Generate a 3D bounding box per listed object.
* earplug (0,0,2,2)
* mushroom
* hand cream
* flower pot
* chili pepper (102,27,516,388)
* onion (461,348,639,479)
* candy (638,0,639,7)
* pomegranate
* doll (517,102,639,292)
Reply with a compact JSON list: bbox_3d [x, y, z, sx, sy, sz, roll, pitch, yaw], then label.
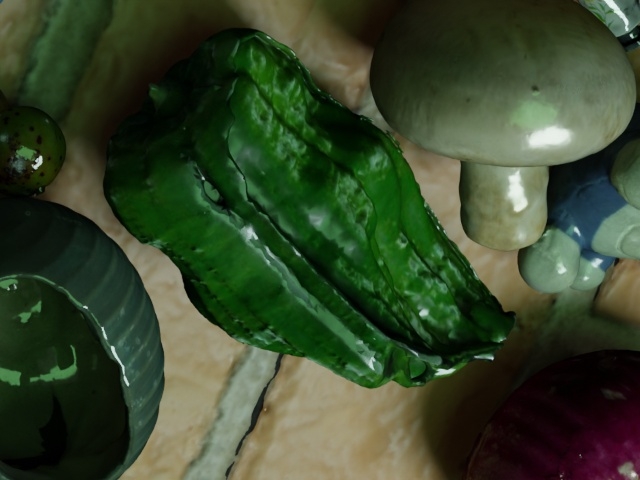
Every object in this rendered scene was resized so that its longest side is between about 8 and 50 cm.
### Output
[{"bbox_3d":[-0.208,-0.258,1.227,0.273,0.132,0.132,-45,121,-5],"label":"earplug"},{"bbox_3d":[0.130,-0.109,1.399,0.206,0.206,0.209,7,138,-26],"label":"mushroom"},{"bbox_3d":[0.211,-0.234,1.466,0.067,0.042,0.194,-47,121,-17],"label":"hand cream"},{"bbox_3d":[-0.212,0.081,1.334,0.189,0.157,0.243,-16,126,-7],"label":"flower pot"},{"bbox_3d":[-0.008,0.007,1.396,0.167,0.213,0.385,-25,126,37],"label":"chili pepper"},{"bbox_3d":[0.258,0.208,1.566,0.256,0.272,0.230,-41,124,-47],"label":"onion"},{"bbox_3d":[0.274,-0.236,1.483,0.088,0.038,0.136,-53,132,-45],"label":"candy"},{"bbox_3d":[-0.224,-0.074,1.323,0.073,0.073,0.084,-30,120,-10],"label":"pomegranate"},{"bbox_3d":[0.314,-0.024,1.539,0.258,0.154,0.228,20,135,-22],"label":"doll"}]
